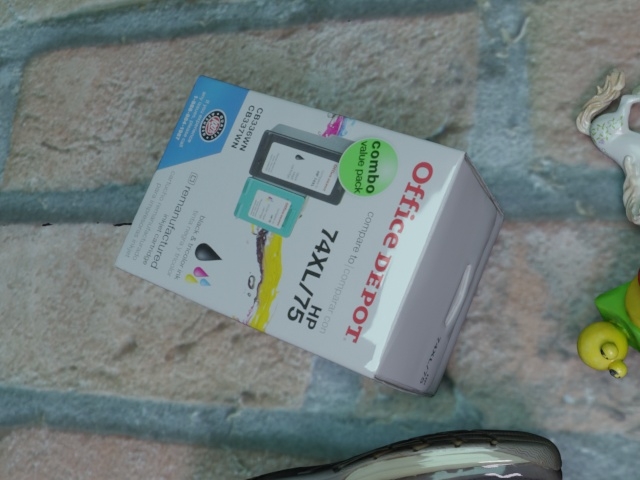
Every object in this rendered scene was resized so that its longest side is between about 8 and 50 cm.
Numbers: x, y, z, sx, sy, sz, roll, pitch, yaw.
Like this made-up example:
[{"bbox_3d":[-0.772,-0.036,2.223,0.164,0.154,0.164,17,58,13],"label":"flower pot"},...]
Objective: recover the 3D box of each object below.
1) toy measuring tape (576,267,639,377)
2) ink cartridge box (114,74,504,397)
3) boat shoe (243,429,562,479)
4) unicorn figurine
[{"bbox_3d":[0.364,0.032,0.648,0.330,0.121,0.121,-27,66,13],"label":"toy measuring tape"},{"bbox_3d":[0.000,0.000,0.763,0.270,0.197,0.198,20,83,25],"label":"ink cartridge box"},{"bbox_3d":[0.048,0.254,0.724,0.356,0.132,0.130,-20,78,25],"label":"boat shoe"},{"bbox_3d":[0.299,-0.081,0.749,0.111,0.060,0.162,-42,48,7],"label":"unicorn figurine"}]
